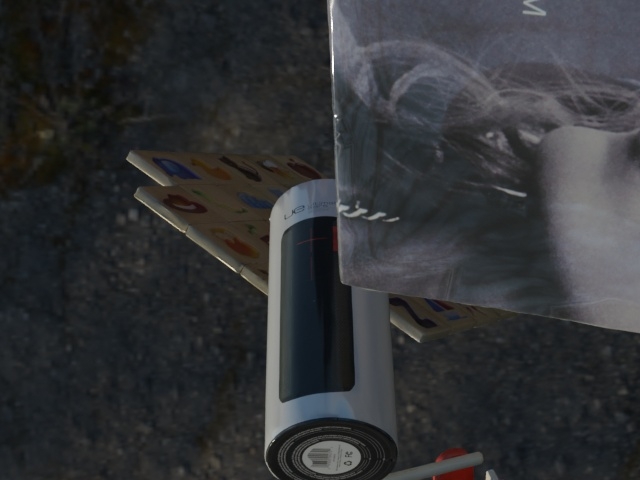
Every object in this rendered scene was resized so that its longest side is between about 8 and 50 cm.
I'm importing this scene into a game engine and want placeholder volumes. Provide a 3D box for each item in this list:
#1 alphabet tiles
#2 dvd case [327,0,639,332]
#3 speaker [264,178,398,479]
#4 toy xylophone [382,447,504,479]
[{"bbox_3d":[0.000,0.000,0.783,0.198,0.237,0.009,35,108,22],"label":"alphabet tiles"},{"bbox_3d":[0.108,-0.038,0.323,0.221,0.018,0.164,9,128,15],"label":"dvd case"},{"bbox_3d":[0.004,0.038,0.566,0.055,0.055,0.136,-32,38,29],"label":"speaker"},{"bbox_3d":[0.055,0.296,1.220,0.081,0.322,0.236,-138,47,-57],"label":"toy xylophone"}]
